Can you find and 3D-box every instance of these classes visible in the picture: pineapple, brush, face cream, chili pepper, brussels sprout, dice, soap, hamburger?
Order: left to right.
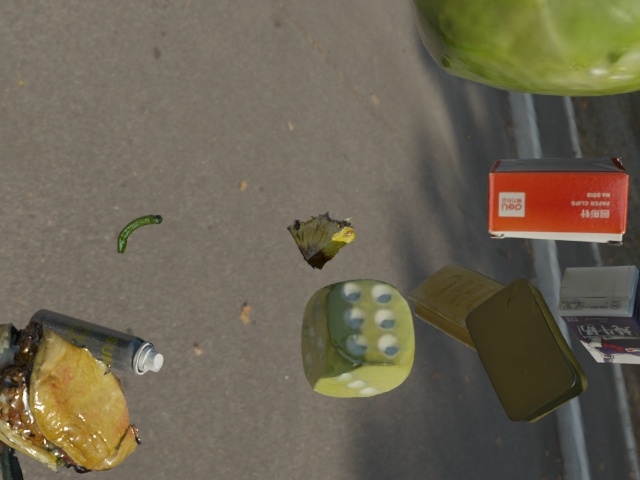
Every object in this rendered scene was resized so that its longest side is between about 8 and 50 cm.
[{"bbox_3d":[-0.562,0.296,1.365,0.323,0.051,0.070,62,13,27],"label":"brush"},{"bbox_3d":[-0.425,0.261,1.254,0.245,0.155,0.282,-8,95,-58],"label":"hamburger"},{"bbox_3d":[-0.441,0.203,1.538,0.073,0.284,0.073,14,90,-73],"label":"face cream"},{"bbox_3d":[-0.239,-0.013,1.017,0.017,0.083,0.030,12,53,-63],"label":"chili pepper"},{"bbox_3d":[0.000,0.000,1.477,0.069,0.137,0.116,36,57,-40],"label":"pineapple"},{"bbox_3d":[0.064,0.178,1.401,0.166,0.169,0.169,3,59,-18],"label":"dice"},{"bbox_3d":[0.301,0.133,1.578,0.140,0.232,0.073,-35,120,-16],"label":"soap"},{"bbox_3d":[0.308,0.167,1.178,0.059,0.123,0.197,27,34,-42],"label":"brush"},{"bbox_3d":[0.226,-0.237,0.635,0.328,0.328,0.247,-43,123,-58],"label":"brussels sprout"}]

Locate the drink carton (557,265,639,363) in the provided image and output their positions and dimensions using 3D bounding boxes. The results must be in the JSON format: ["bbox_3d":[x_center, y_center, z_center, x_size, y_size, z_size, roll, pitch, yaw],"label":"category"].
[{"bbox_3d":[0.553,0.143,1.464,0.222,0.134,0.101,43,54,-39],"label":"drink carton"}]

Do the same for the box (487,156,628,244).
[{"bbox_3d":[0.325,-0.058,1.071,0.133,0.182,0.099,-48,137,-69],"label":"box"}]
